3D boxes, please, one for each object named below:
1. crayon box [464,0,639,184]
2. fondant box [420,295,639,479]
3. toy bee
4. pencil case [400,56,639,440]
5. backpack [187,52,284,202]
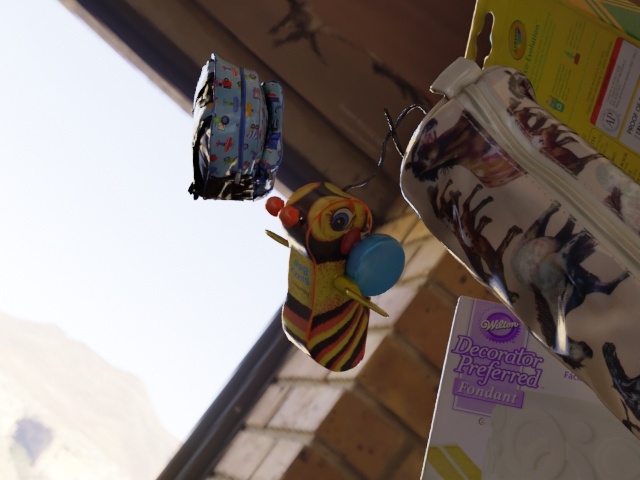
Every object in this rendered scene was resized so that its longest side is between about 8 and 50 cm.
[{"bbox_3d":[0.302,-0.175,1.145,0.318,0.081,0.202,42,-41,34],"label":"crayon box"},{"bbox_3d":[0.237,0.242,1.111,0.238,0.330,0.096,11,-33,9],"label":"fondant box"},{"bbox_3d":[0.000,0.000,1.079,0.162,0.298,0.195,0,2,-38],"label":"toy bee"},{"bbox_3d":[0.231,0.021,0.823,0.410,0.160,0.183,50,-21,32],"label":"pencil case"},{"bbox_3d":[-0.105,-0.146,1.259,0.117,0.158,0.173,4,-26,-7],"label":"backpack"}]
